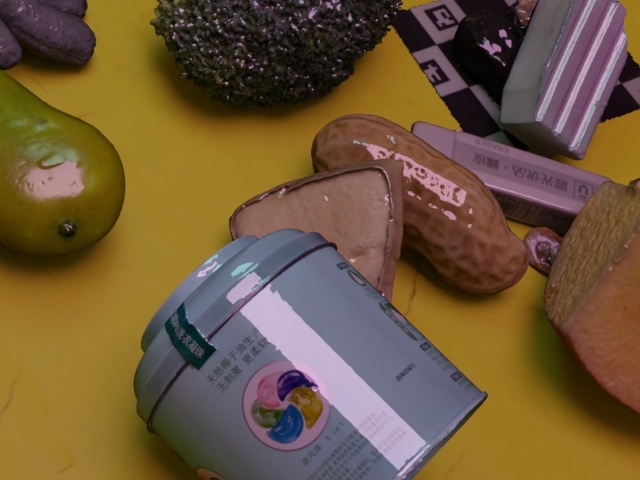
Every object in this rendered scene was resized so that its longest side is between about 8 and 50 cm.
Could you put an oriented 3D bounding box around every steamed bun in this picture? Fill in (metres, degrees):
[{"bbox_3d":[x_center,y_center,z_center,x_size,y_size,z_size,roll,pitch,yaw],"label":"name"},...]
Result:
[{"bbox_3d":[0.016,0.024,1.575,0.231,0.110,0.212,-14,83,20],"label":"steamed bun"}]

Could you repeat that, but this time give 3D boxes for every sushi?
[{"bbox_3d":[0.332,-0.304,1.918,0.373,0.100,0.296,-19,66,-28],"label":"sushi"}]

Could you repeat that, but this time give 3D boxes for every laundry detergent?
[{"bbox_3d":[-0.026,0.160,1.371,0.305,0.287,0.287,44,55,12],"label":"laundry detergent"}]

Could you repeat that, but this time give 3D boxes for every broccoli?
[{"bbox_3d":[-0.054,-0.350,1.726,0.375,0.249,0.302,-22,70,-24],"label":"broccoli"}]

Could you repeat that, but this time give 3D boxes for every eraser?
[{"bbox_3d":[0.282,-0.074,1.773,0.352,0.061,0.089,16,54,-8],"label":"eraser"}]

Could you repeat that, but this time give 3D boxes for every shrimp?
[{"bbox_3d":[0.315,0.029,1.741,0.059,0.023,0.108,-19,65,-18],"label":"shrimp"}]

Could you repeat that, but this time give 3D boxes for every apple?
[{"bbox_3d":[0.466,0.081,1.623,0.309,0.252,0.314,36,48,-14],"label":"apple"}]

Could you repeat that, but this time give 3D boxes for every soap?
[{"bbox_3d":[0.346,-0.248,1.812,0.145,0.091,0.230,33,76,-34],"label":"soap"}]

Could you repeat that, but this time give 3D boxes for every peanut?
[{"bbox_3d":[0.128,-0.045,1.654,0.325,0.153,0.140,39,14,0],"label":"peanut"}]

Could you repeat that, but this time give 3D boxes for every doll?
[{"bbox_3d":[-0.456,-0.296,1.637,0.340,0.158,0.246,15,42,-45],"label":"doll"}]

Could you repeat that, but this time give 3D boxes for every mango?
[{"bbox_3d":[-0.358,-0.086,1.509,0.273,0.149,0.185,31,60,10],"label":"mango"}]
